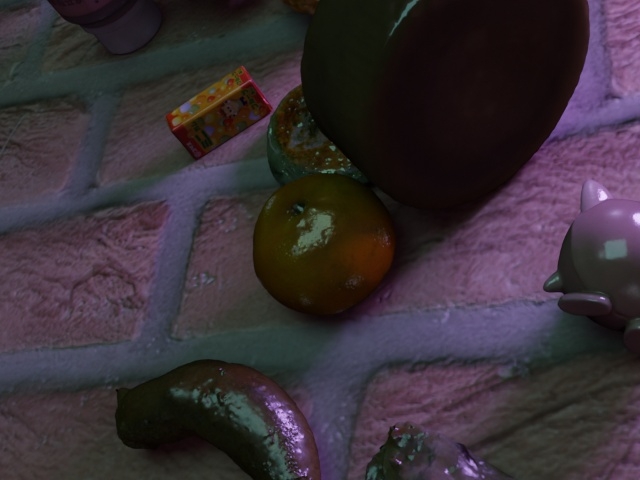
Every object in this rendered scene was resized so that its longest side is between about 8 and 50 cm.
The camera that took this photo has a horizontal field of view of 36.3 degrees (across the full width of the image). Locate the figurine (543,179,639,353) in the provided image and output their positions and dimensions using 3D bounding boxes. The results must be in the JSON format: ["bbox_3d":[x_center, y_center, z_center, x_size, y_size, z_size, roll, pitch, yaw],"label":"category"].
[{"bbox_3d":[0.271,0.024,0.877,0.125,0.125,0.138,-1,49,27],"label":"figurine"}]

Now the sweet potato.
[{"bbox_3d":[-0.099,0.182,0.971,0.310,0.098,0.124,17,89,33],"label":"sweet potato"}]

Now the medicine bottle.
[{"bbox_3d":[-0.326,-0.378,1.361,0.147,0.247,0.147,-14,52,19],"label":"medicine bottle"}]

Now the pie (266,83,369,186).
[{"bbox_3d":[0.019,-0.133,1.156,0.187,0.041,0.186,-13,53,18],"label":"pie"}]

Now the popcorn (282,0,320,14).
[{"bbox_3d":[0.007,-0.393,1.252,0.189,0.169,0.218,12,61,33],"label":"popcorn"}]

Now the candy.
[{"bbox_3d":[-0.128,-0.161,1.236,0.122,0.062,0.038,-32,49,5],"label":"candy"}]

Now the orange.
[{"bbox_3d":[0.000,0.000,1.023,0.156,0.124,0.156,-11,57,17],"label":"orange"}]

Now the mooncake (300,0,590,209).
[{"bbox_3d":[0.122,-0.185,0.987,0.284,0.284,0.155,-41,45,-4],"label":"mooncake"}]

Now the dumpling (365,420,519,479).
[{"bbox_3d":[0.146,0.264,0.801,0.332,0.086,0.166,18,65,39],"label":"dumpling"}]
